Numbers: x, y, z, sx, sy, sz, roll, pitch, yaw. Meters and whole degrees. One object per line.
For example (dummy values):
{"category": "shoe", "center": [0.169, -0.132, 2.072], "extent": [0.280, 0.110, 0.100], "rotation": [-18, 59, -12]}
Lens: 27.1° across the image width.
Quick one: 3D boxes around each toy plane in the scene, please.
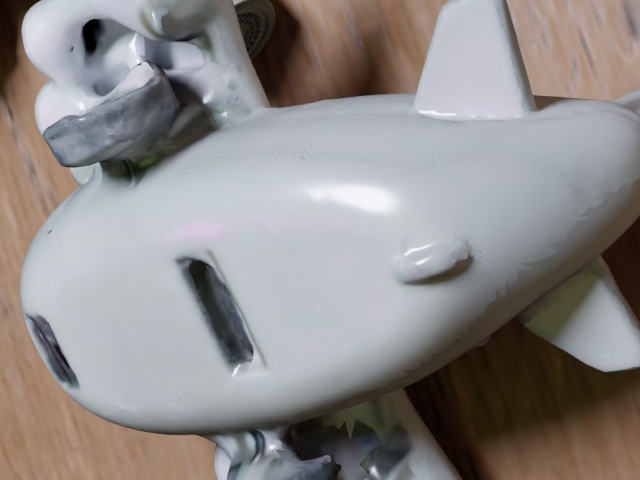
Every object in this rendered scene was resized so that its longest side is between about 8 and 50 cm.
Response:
{"category": "toy plane", "center": [-0.003, 0.002, 0.478], "extent": [0.266, 0.122, 0.267], "rotation": [13, 119, 24]}

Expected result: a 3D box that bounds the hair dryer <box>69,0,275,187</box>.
{"category": "hair dryer", "center": [-0.080, -0.075, 0.572], "extent": [0.082, 0.047, 0.137], "rotation": [47, 127, 21]}
